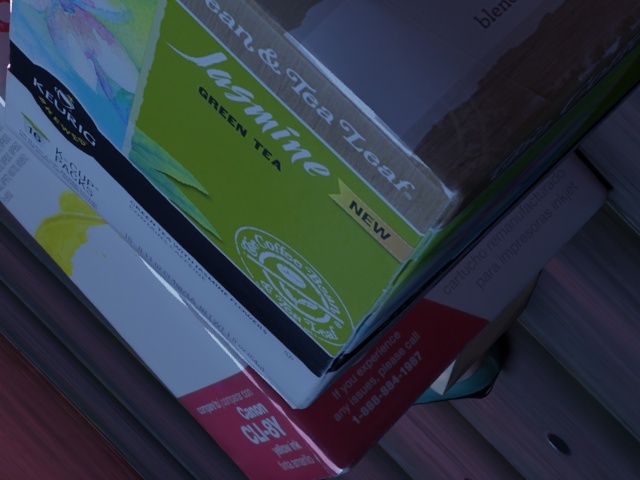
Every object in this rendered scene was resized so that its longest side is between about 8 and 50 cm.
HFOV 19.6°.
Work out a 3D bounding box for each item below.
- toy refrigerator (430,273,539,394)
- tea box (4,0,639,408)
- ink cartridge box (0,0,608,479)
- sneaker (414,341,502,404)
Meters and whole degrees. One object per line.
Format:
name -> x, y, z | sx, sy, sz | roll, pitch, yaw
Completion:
toy refrigerator -> 0.031, -0.017, 1.425 | 0.269, 0.102, 0.094 | 41, 159, 14
tea box -> 0.053, -0.139, 0.824 | 0.220, 0.329, 0.323 | 44, 160, 7
ink cartridge box -> -0.048, -0.070, 1.221 | 0.385, 0.279, 0.160 | 48, 159, -5
sneaker -> 0.005, 0.094, 1.567 | 0.302, 0.108, 0.121 | 6, 154, 22
